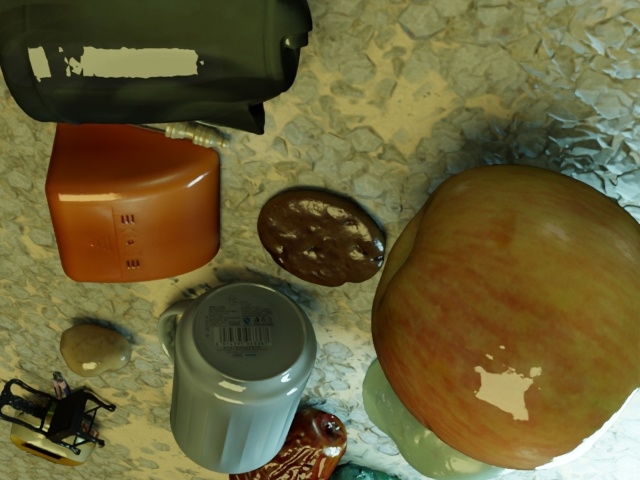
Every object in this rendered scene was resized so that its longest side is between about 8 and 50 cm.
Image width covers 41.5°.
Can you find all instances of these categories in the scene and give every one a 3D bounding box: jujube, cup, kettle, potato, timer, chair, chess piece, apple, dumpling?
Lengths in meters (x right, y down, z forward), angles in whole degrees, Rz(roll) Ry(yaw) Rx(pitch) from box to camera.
[{"bbox_3d":[-0.072,0.461,1.770,0.197,0.197,0.290,36,122,-21],"label":"jujube"},{"bbox_3d":[-0.173,0.217,1.516,0.323,0.237,0.327,41,145,19],"label":"cup"},{"bbox_3d":[-0.169,-0.283,0.960,0.324,0.228,0.321,4,107,9],"label":"kettle"},{"bbox_3d":[-0.453,0.222,1.692,0.147,0.112,0.112,6,139,3],"label":"potato"},{"bbox_3d":[-0.283,-0.054,1.320,0.250,0.161,0.257,2,140,-5],"label":"timer"},{"bbox_3d":[-0.598,0.387,1.906,0.113,0.106,0.229,-27,130,35],"label":"chair"},{"bbox_3d":[-0.176,-0.153,1.221,0.092,0.035,0.035,18,140,-6],"label":"chess piece"},{"bbox_3d":[0.247,0.091,1.089,0.346,0.391,0.391,32,140,3],"label":"apple"},{"bbox_3d":[0.236,0.280,1.454,0.320,0.270,0.212,-18,161,4],"label":"dumpling"}]

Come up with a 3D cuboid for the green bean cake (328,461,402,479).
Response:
[{"bbox_3d":[0.076,0.638,1.893,0.300,0.169,0.308,26,141,-30],"label":"green bean cake"}]

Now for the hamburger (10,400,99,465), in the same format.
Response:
[{"bbox_3d":[-0.639,0.464,2.034,0.210,0.116,0.173,28,147,-19],"label":"hamburger"}]

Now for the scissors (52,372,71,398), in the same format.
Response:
[{"bbox_3d":[-0.599,0.336,1.943,0.039,0.012,0.113,10,139,8],"label":"scissors"}]

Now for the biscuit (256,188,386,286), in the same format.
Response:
[{"bbox_3d":[0.000,0.000,1.328,0.212,0.036,0.212,10,139,9],"label":"biscuit"}]
